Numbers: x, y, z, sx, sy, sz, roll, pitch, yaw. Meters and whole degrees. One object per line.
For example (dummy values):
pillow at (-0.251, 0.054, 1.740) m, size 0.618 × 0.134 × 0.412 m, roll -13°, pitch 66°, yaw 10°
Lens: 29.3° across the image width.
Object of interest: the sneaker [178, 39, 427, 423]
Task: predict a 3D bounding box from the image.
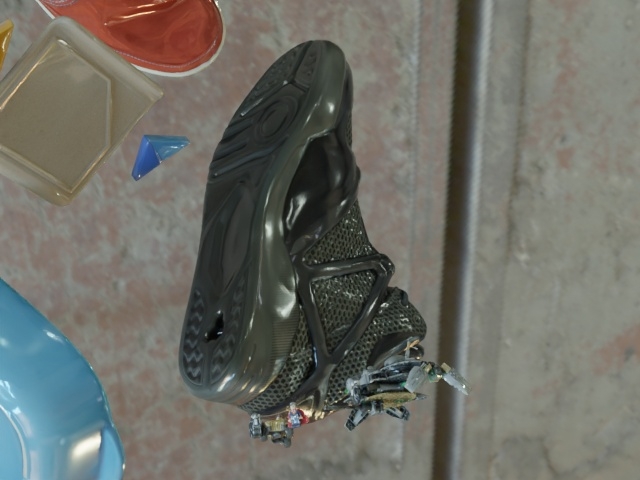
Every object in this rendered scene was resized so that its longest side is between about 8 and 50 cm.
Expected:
sneaker at (0.000, 0.000, 0.710) m, size 0.130 × 0.087 × 0.227 m, roll 29°, pitch 57°, yaw -37°

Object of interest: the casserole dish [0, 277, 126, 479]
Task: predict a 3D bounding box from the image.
casserole dish at (-0.163, 0.050, 0.531) m, size 0.037 × 0.188 × 0.114 m, roll -38°, pitch 157°, yaw -37°

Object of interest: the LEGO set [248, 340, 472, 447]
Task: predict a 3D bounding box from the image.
LEGO set at (0.013, 0.056, 0.454) m, size 0.083 × 0.023 × 0.054 m, roll -10°, pitch 158°, yaw 1°

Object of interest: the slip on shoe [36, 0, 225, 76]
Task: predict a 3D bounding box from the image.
slip on shoe at (-0.201, -0.250, 1.039) m, size 0.123 × 0.101 × 0.331 m, roll -51°, pitch 126°, yaw -5°

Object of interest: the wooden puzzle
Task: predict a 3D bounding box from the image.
wooden puzzle at (-0.111, -0.055, 0.520) m, size 0.078 × 0.014 × 0.116 m, roll -42°, pitch 140°, yaw 1°
